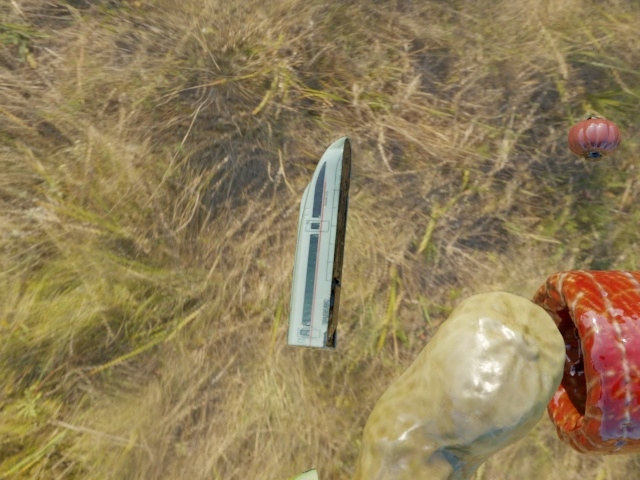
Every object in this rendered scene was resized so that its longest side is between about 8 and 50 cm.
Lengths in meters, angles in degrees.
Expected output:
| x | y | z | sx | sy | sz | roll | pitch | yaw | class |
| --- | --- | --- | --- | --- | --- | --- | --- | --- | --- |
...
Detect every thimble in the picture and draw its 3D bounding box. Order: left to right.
| x | y | z | sx | sy | sz | roll | pitch | yaw | class |
| --- | --- | --- | --- | --- | --- | --- | --- | --- | --- |
| 0.531 | 0.214 | 1.408 | 0.231 | 0.350 | 0.350 | -4 | 102 | -4 | thimble |

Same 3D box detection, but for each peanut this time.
| x | y | z | sx | sy | sz | roll | pitch | yaw | class |
| --- | --- | --- | --- | --- | --- | --- | --- | --- | --- |
| 0.120 | 0.158 | 0.728 | 0.122 | 0.137 | 0.253 | 42 | 99 | 1 | peanut |

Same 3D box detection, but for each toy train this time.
| x | y | z | sx | sy | sz | roll | pitch | yaw | class |
| --- | --- | --- | --- | --- | --- | --- | --- | --- | --- |
| 0.000 | 0.000 | 1.484 | 0.088 | 0.086 | 0.406 | 3 | 78 | 16 | toy train |

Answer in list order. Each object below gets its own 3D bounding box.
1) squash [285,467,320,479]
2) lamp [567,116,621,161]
| x | y | z | sx | sy | sz | roll | pitch | yaw | class |
| --- | --- | --- | --- | --- | --- | --- | --- | --- | --- |
| -0.088 | 0.573 | 1.724 | 0.200 | 0.075 | 0.090 | -20 | 104 | -10 | squash |
| 0.571 | -0.211 | 1.645 | 0.108 | 0.107 | 0.092 | 8 | 75 | -8 | lamp |
